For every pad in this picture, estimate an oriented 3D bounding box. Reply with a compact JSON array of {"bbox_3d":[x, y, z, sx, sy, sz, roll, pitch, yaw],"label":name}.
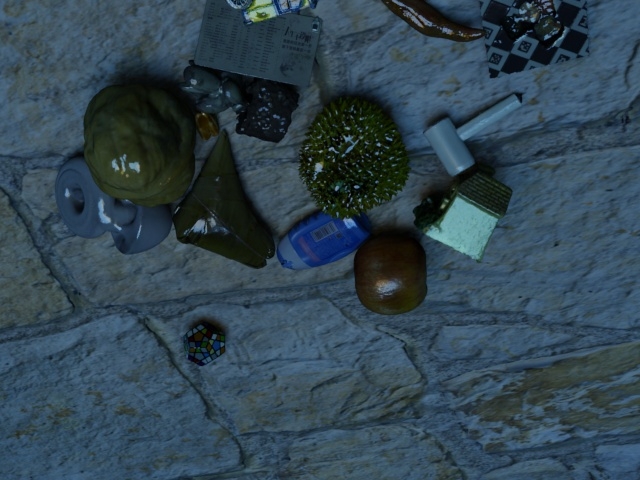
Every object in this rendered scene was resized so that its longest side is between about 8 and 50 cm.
[{"bbox_3d":[-0.139,-0.444,1.744,0.265,0.009,0.160,11,88,-1],"label":"pad"}]

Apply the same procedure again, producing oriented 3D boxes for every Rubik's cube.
[{"bbox_3d":[-0.342,0.304,2.301,0.111,0.133,0.133,3,131,40],"label":"Rubik's cube"}]

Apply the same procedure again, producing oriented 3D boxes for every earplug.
[{"bbox_3d":[-0.542,-0.088,2.025,0.325,0.175,0.214,27,122,-1],"label":"earplug"}]

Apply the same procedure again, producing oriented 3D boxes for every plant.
[{"bbox_3d":[-0.189,-0.333,1.804,0.274,0.149,0.146,22,162,-4],"label":"plant"}]

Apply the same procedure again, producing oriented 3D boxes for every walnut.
[{"bbox_3d":[-0.418,-0.223,1.821,0.253,0.277,0.282,-4,157,-15],"label":"walnut"}]

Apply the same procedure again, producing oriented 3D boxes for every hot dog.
[{"bbox_3d":[-0.276,-0.287,1.890,0.056,0.041,0.133,-21,160,-4],"label":"hot dog"}]

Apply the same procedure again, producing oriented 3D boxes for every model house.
[{"bbox_3d":[0.352,-0.092,1.890,0.195,0.214,0.189,30,112,-1],"label":"model house"}]

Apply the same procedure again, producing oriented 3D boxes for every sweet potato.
[{"bbox_3d":[0.231,-0.483,1.695,0.255,0.058,0.078,26,155,-3],"label":"sweet potato"}]

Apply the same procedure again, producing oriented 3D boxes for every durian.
[{"bbox_3d":[0.083,-0.185,1.844,0.291,0.224,0.291,0,90,16],"label":"durian"}]

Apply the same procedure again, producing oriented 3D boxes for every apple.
[{"bbox_3d":[0.183,0.088,2.021,0.187,0.211,0.211,-3,125,12],"label":"apple"}]

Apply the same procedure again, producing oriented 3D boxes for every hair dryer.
[{"bbox_3d":[0.373,-0.262,1.826,0.236,0.073,0.131,-32,87,9],"label":"hair dryer"}]

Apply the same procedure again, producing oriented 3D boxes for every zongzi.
[{"bbox_3d":[-0.202,-0.097,2.007,0.273,0.145,0.300,23,102,-26],"label":"zongzi"}]

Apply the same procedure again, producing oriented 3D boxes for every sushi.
[{"bbox_3d":[0.454,-0.484,1.680,0.219,0.047,0.231,-12,128,9],"label":"sushi"}]

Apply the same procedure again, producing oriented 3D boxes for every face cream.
[{"bbox_3d":[0.000,0.000,2.058,0.264,0.083,0.149,-27,117,24],"label":"face cream"}]

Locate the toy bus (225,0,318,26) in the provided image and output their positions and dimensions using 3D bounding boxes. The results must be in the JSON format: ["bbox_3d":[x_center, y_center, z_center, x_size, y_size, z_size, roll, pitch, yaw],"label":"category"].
[{"bbox_3d":[-0.124,-0.617,1.591,0.190,0.152,0.312,-11,124,15],"label":"toy bus"}]
